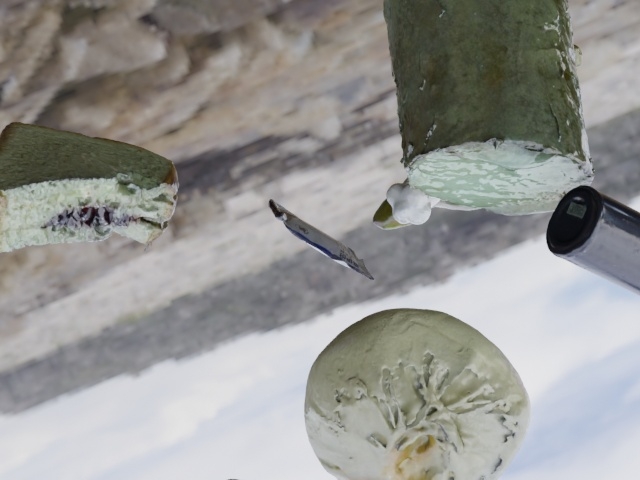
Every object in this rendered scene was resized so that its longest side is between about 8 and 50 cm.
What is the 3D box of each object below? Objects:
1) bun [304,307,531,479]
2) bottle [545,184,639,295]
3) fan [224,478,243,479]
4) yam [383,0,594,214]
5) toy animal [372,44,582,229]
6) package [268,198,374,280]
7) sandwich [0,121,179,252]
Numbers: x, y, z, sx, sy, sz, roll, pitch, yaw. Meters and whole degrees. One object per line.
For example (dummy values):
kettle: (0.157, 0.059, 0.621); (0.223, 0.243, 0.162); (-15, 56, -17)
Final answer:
bun: (0.116, 0.224, 1.872); (0.287, 0.287, 0.146); (-22, -162, 10)
bottle: (0.325, 0.028, 1.414); (0.082, 0.244, 0.072); (-62, -153, 10)
fan: (-0.047, 0.415, 2.088); (0.011, 0.229, 0.335); (-41, -176, -41)
yam: (0.160, -0.183, 1.477); (0.195, 0.300, 0.195); (-4, 158, -1)
toy animal: (0.197, -0.112, 1.881); (0.363, 0.180, 0.181); (-64, -176, -32)
package: (0.000, 0.000, 2.353); (0.027, 0.171, 0.173); (-56, -161, 5)
sandwich: (-0.318, -0.056, 1.911); (0.254, 0.099, 0.288); (18, -160, -4)
